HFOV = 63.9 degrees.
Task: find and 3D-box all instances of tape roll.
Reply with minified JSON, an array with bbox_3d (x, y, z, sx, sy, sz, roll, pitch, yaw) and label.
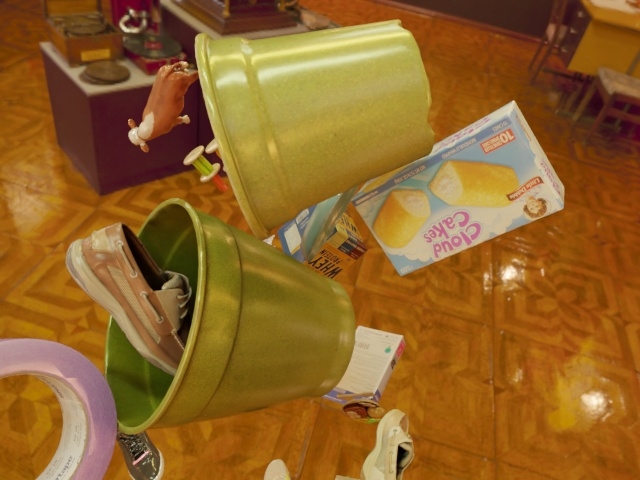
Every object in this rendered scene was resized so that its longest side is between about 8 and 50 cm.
[{"bbox_3d":[-0.431,0.274,0.705,0.090,0.275,0.275,-9,22,42],"label":"tape roll"}]

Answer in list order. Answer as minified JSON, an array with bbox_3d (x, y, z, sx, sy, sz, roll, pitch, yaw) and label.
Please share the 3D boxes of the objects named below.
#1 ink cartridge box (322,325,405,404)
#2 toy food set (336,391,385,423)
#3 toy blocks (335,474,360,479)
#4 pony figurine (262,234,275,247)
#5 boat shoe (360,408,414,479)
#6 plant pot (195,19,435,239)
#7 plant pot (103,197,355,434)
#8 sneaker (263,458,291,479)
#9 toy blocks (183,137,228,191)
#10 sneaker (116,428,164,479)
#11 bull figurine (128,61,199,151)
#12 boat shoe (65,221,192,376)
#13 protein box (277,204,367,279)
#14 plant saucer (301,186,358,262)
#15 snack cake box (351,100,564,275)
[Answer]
[{"bbox_3d":[0.153,0.450,1.792,0.186,0.065,0.311,8,47,35],"label":"ink cartridge box"},{"bbox_3d":[0.126,0.509,1.528,0.132,0.192,0.038,-11,49,17],"label":"toy food set"},{"bbox_3d":[0.192,0.913,1.688,0.261,0.381,0.191,0,39,23],"label":"toy blocks"},{"bbox_3d":[-0.211,0.194,1.227,0.363,0.303,0.351,-3,65,-21],"label":"pony figurine"},{"bbox_3d":[0.189,0.531,1.289,0.098,0.109,0.302,-10,10,25],"label":"boat shoe"},{"bbox_3d":[0.005,-0.166,0.683,0.254,0.276,0.276,-16,43,1],"label":"plant pot"},{"bbox_3d":[-0.139,0.151,0.908,0.353,0.366,0.366,17,32,-36],"label":"plant pot"},{"bbox_3d":[-0.094,0.754,1.474,0.091,0.126,0.240,-18,67,22],"label":"sneaker"},{"bbox_3d":[-0.188,-0.134,1.049,0.123,0.148,0.054,-17,38,36],"label":"toy blocks"},{"bbox_3d":[-0.566,0.598,1.525,0.104,0.147,0.296,-35,39,-17],"label":"sneaker"},{"bbox_3d":[-0.451,-0.394,1.505,0.101,0.310,0.188,44,40,-2],"label":"bull figurine"},{"bbox_3d":[-0.275,0.108,0.868,0.116,0.324,0.123,-35,24,4],"label":"boat shoe"},{"bbox_3d":[0.000,0.000,1.547,0.136,0.200,0.201,31,24,-38],"label":"protein box"},{"bbox_3d":[0.034,-0.091,1.251,0.044,0.317,0.317,30,42,4],"label":"plant saucer"},{"bbox_3d":[0.199,-0.069,0.766,0.152,0.264,0.089,56,34,-10],"label":"snack cake box"}]
